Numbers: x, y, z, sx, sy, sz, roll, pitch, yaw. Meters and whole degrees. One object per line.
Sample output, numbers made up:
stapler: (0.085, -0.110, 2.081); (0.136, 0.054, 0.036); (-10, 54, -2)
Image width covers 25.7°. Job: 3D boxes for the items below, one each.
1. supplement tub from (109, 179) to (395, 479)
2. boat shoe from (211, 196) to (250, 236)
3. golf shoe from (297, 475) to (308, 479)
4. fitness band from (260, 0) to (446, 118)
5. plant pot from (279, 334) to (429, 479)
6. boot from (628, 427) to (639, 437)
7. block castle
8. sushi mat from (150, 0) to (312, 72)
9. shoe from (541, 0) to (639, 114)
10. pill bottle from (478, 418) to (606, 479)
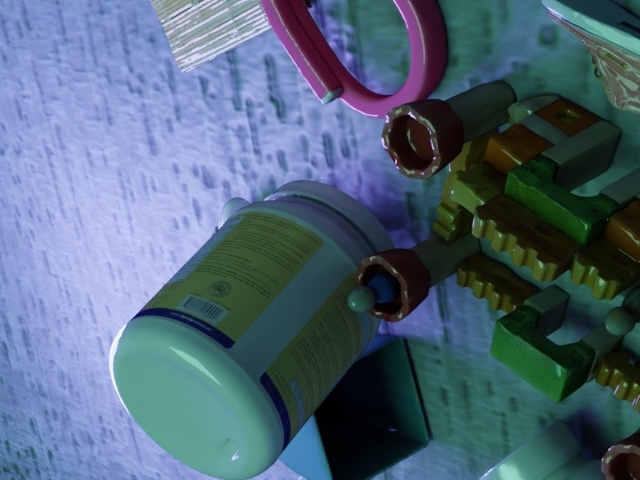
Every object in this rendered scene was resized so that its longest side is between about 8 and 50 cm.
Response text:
supplement tub: (-0.072, 0.102, 1.716); (0.241, 0.331, 0.241); (24, 140, 22)
boat shoe: (-0.132, 0.008, 2.053); (0.063, 0.066, 0.184); (31, 143, 34)
golf shoe: (0.028, 0.383, 2.088); (0.086, 0.069, 0.176); (-34, 86, 47)
fitness band: (0.031, -0.278, 1.664); (0.291, 0.054, 0.209); (57, 138, 3)
plant pot: (0.001, 0.223, 1.947); (0.234, 0.165, 0.165); (8, 118, 56)
boot: (0.395, 0.272, 1.599); (0.114, 0.037, 0.106); (33, 121, 29)
block castle: (0.244, 0.052, 1.497); (0.453, 0.213, 0.303); (37, 136, 31)
sushi mat: (-0.132, -0.333, 1.870); (0.316, 0.019, 0.151); (-16, 98, 52)
shoe: (0.291, -0.188, 1.415); (0.178, 0.063, 0.081); (33, 130, 28)
pill bottle: (0.322, 0.365, 1.634); (0.301, 0.169, 0.169); (53, 142, 13)
